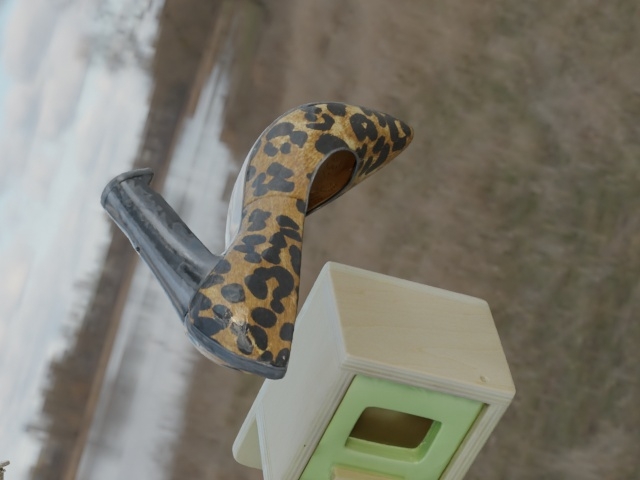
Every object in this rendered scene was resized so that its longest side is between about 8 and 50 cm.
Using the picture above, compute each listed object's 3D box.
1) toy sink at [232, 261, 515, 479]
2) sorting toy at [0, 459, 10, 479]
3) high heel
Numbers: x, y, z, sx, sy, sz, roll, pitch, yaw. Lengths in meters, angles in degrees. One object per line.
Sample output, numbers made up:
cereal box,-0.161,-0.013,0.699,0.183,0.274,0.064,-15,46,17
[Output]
toy sink,0.037,0.158,1.277,0.131,0.153,0.234,-101,32,-51
sorting toy,-0.247,0.190,1.011,0.045,0.075,0.083,22,-118,-63
high heel,0.000,0.000,1.064,0.186,0.261,0.093,51,143,29
